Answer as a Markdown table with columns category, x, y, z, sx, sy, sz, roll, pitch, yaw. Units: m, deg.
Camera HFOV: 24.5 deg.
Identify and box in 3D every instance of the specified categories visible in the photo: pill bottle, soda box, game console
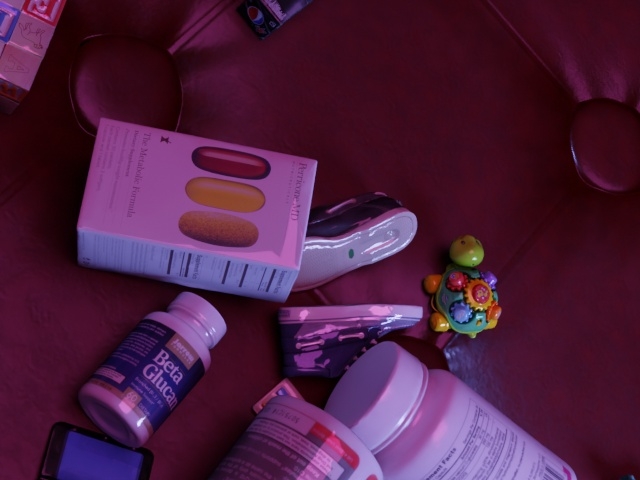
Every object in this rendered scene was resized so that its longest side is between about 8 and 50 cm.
| category | x | y | z | sx | sy | sz | roll | pitch | yaw |
| --- | --- | --- | --- | --- | --- | --- | --- | --- | --- |
| pill bottle | -0.182 | 0.139 | 1.639 | 0.094 | 0.094 | 0.169 | 45 | 62 | -9 |
| pill bottle | -0.073 | 0.322 | 1.601 | 0.161 | 0.161 | 0.283 | 44 | 66 | -9 |
| soda box | -0.024 | -0.325 | 1.867 | 0.169 | 0.060 | 0.053 | -42 | 97 | -30 |
| pill bottle | 0.149 | 0.252 | 1.724 | 0.283 | 0.160 | 0.160 | 39 | 63 | -16 |
| game console | -0.238 | 0.260 | 1.594 | 0.122 | 0.107 | 0.071 | 21 | 96 | -19 |

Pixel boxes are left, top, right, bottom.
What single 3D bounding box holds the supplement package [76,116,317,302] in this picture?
| category | x | y | z | sx | sy | sz | roll | pitch | yaw |
| --- | --- | --- | --- | --- | --- | --- | --- | --- | --- |
| supplement package | -0.139 | -0.031 | 1.649 | 0.244 | 0.134 | 0.139 | 10 | 70 | -5 |

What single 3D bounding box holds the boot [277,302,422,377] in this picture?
| category | x | y | z | sx | sy | sz | roll | pitch | yaw |
| --- | --- | --- | --- | --- | --- | --- | --- | --- | --- |
| boot | 0.036 | 0.120 | 1.778 | 0.190 | 0.069 | 0.086 | -1 | 89 | -23 |

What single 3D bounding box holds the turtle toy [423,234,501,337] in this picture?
| category | x | y | z | sx | sy | sz | roll | pitch | yaw |
| --- | --- | --- | --- | --- | --- | --- | --- | --- | --- |
| turtle toy | 0.185 | 0.059 | 1.859 | 0.095 | 0.066 | 0.130 | -2 | 77 | -27 |

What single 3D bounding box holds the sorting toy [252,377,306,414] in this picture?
| category | x | y | z | sx | sy | sz | roll | pitch | yaw |
| --- | --- | --- | --- | --- | --- | --- | --- | --- | --- |
| sorting toy | -0.034 | 0.211 | 1.739 | 0.062 | 0.012 | 0.083 | -40 | 95 | -29 |

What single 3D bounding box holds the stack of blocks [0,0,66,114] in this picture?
| category | x | y | z | sx | sy | sz | roll | pitch | yaw |
| --- | --- | --- | --- | --- | --- | --- | --- | --- | --- |
| stack of blocks | -0.440 | -0.285 | 1.634 | 0.297 | 0.087 | 0.171 | 25 | 66 | -18 |

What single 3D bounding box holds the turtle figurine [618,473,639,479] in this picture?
| category | x | y | z | sx | sy | sz | roll | pitch | yaw |
| --- | --- | --- | --- | --- | --- | --- | --- | --- | --- |
| turtle figurine | 0.505 | 0.352 | 1.909 | 0.234 | 0.118 | 0.175 | -4 | 62 | -12 |

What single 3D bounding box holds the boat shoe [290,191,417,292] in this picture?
| category | x | y | z | sx | sy | sz | roll | pitch | yaw |
| --- | --- | --- | --- | --- | --- | --- | --- | --- | --- |
| boat shoe | 0.000 | 0.000 | 1.792 | 0.233 | 0.084 | 0.079 | -20 | 47 | -23 |
